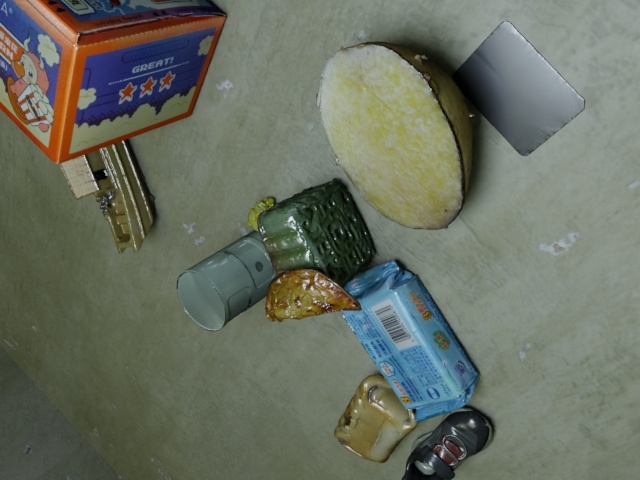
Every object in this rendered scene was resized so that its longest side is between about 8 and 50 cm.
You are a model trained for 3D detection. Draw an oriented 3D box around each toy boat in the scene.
[{"bbox_3d":[-0.497,-0.181,1.248,0.136,0.162,0.445,-7,111,37],"label":"toy boat"}]

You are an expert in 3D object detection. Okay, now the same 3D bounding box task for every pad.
[{"bbox_3d":[0.263,-0.202,0.762,0.157,0.003,0.112,49,134,4],"label":"pad"}]

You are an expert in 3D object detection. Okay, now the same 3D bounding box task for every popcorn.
[{"bbox_3d":[-0.102,-0.045,1.098,0.084,0.068,0.059,-4,145,0],"label":"popcorn"}]

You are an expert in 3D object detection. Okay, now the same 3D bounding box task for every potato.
[{"bbox_3d":[0.120,-0.162,0.821,0.239,0.116,0.299,3,128,44],"label":"potato"}]

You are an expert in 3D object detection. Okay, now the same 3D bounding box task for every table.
[{"bbox_3d":[-0.154,0.066,1.088,0.127,0.220,0.126,19,124,30],"label":"table"}]

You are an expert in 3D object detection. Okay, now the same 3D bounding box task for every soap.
[{"bbox_3d":[0.156,0.180,1.015,0.156,0.077,0.293,-30,94,45],"label":"soap"}]

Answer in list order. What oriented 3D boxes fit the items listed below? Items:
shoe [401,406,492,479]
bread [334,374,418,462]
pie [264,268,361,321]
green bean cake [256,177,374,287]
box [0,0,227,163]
[{"bbox_3d":[0.232,0.405,1.064,0.099,0.112,0.227,42,135,12],"label":"shoe"},{"bbox_3d":[0.114,0.367,1.154,0.134,0.081,0.225,33,129,11],"label":"bread"},{"bbox_3d":[-0.032,0.088,0.893,0.191,0.033,0.088,-13,106,35],"label":"pie"},{"bbox_3d":[0.000,0.000,0.959,0.094,0.181,0.173,-14,103,40],"label":"green bean cake"},{"bbox_3d":[-0.410,-0.373,0.961,0.349,0.319,0.256,44,132,9],"label":"box"}]
